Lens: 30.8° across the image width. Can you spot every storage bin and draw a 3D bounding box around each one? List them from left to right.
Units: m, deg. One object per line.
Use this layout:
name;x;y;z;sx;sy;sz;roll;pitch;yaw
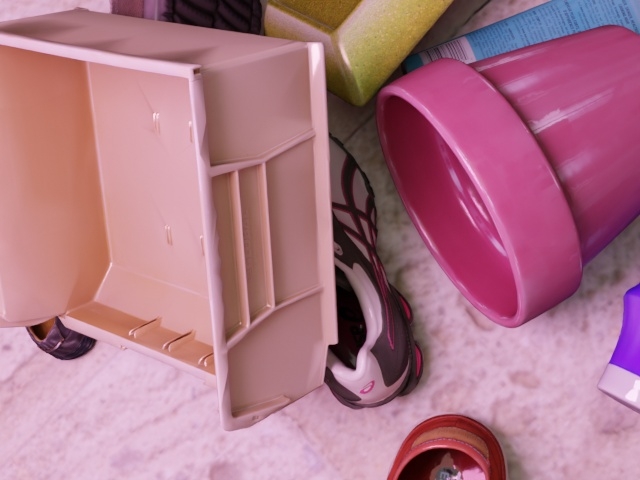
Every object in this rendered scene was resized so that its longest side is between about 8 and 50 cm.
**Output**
storage bin;-0.128;-0.024;0.829;0.262;0.123;0.260;15;118;38

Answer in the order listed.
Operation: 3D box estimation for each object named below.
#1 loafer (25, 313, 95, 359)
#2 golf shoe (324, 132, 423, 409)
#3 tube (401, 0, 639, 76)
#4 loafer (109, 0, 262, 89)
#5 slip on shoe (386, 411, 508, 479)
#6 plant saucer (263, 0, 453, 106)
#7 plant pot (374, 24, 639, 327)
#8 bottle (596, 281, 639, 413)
loafer;-0.239;0.018;0.991;0.062;0.061;0.170;-25;75;8
golf shoe;0.000;0.000;0.916;0.105;0.120;0.272;-29;74;7
tube;0.171;-0.157;0.946;0.207;0.052;0.080;-19;81;3
loafer;-0.139;-0.258;0.993;0.130;0.134;0.365;-17;62;29
slip on shoe;0.072;0.291;0.857;0.123;0.101;0.331;10;84;12
plant saucer;0.038;-0.213;0.925;0.188;0.045;0.188;-49;34;0
plant pot;0.166;-0.064;0.865;0.180;0.201;0.201;-29;75;-11
bottle;0.298;0.000;0.852;0.092;0.118;0.282;28;88;15
